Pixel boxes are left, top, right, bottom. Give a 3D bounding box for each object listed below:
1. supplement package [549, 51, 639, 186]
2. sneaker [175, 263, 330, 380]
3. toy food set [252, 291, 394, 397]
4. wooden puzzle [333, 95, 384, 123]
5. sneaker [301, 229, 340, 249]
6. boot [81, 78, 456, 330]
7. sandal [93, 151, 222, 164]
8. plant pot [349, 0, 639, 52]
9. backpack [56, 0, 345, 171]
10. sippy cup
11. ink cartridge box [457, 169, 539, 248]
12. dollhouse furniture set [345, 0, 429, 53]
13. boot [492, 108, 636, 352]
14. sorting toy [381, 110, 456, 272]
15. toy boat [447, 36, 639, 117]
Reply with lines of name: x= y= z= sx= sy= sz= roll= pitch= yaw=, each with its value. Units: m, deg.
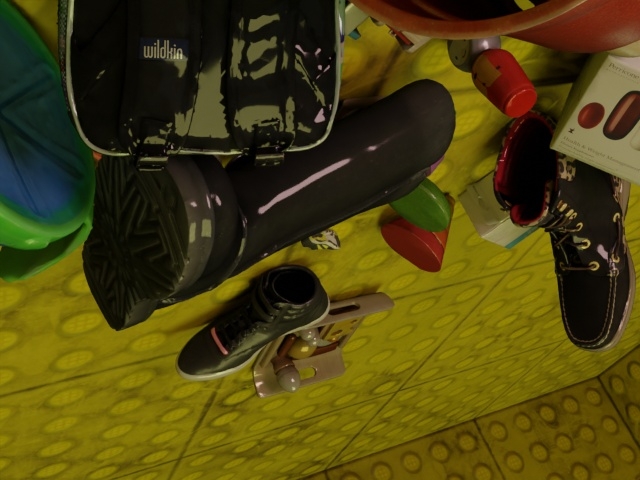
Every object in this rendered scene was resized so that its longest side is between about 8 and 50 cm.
supplement package: x=0.458 y=-0.198 z=1.186 sx=0.203 sy=0.194 sz=0.149 roll=104 pitch=11 yaw=-59
sneaker: x=-0.120 y=0.130 z=1.456 sx=0.296 sy=0.104 sz=0.147 roll=-26 pitch=154 yaw=-12
toy food set: x=0.004 y=0.219 z=1.745 sx=0.220 sy=0.092 sz=0.306 roll=-11 pitch=152 yaw=-28
wooden puzzle: x=0.047 y=-0.161 z=1.139 sx=0.116 sy=0.014 sz=0.078 roll=-13 pitch=152 yaw=-24
sneaker: x=0.000 y=0.000 z=1.397 sx=0.035 sy=0.031 sz=0.083 roll=-25 pitch=155 yaw=32
boot: x=-0.017 y=-0.070 z=0.939 sx=0.445 sy=0.146 sz=0.367 roll=-22 pitch=175 yaw=-28
sandal: x=-0.202 y=-0.084 z=0.982 sx=0.102 sy=0.076 sz=0.265 roll=-33 pitch=155 yaw=16
plant pot: x=0.163 y=-0.253 z=0.605 sx=0.272 sy=0.272 sz=0.265 roll=-39 pitch=161 yaw=26
backpack: x=-0.092 y=-0.206 z=0.674 sx=0.225 sy=0.191 sz=0.253 roll=-2 pitch=120 yaw=-13
sippy cup: x=-0.348 y=-0.073 z=0.721 sx=0.224 sy=0.305 sz=0.240 roll=-21 pitch=-164 yaw=15
ink cartridge box: x=0.316 y=-0.056 z=1.501 sx=0.090 sy=0.092 sz=0.143 roll=-37 pitch=153 yaw=22
dollhouse furniture set: x=0.026 y=-0.213 z=0.882 sx=0.129 sy=0.129 sz=0.184 roll=-35 pitch=153 yaw=20
boot: x=0.398 y=-0.017 z=1.392 sx=0.138 sy=0.377 sz=0.284 roll=2 pitch=172 yaw=42
sorting toy: x=0.176 y=-0.086 z=1.344 sx=0.126 sy=0.127 sz=0.365 roll=-50 pitch=159 yaw=-19
toy boat: x=0.296 y=-0.287 z=0.994 sx=0.318 sy=0.148 sz=0.267 roll=-39 pitch=143 yaw=16
